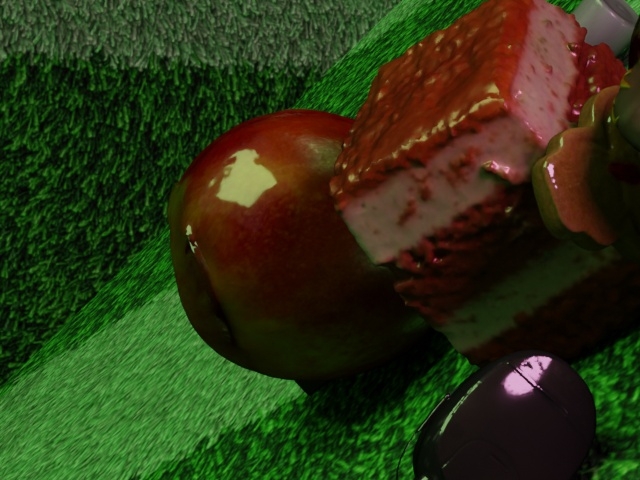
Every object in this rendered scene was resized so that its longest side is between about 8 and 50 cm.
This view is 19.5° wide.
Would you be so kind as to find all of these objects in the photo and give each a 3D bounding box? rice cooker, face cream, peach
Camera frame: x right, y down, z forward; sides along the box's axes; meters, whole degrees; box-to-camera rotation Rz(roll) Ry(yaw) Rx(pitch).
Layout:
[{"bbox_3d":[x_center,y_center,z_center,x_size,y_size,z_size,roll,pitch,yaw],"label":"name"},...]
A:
[{"bbox_3d":[0.165,0.194,1.746,0.203,0.142,0.118,-43,3,-6],"label":"rice cooker"},{"bbox_3d":[0.333,-0.230,2.616,0.274,0.096,0.154,-49,14,26],"label":"face cream"},{"bbox_3d":[0.000,0.000,2.285,0.370,0.370,0.370,-39,16,13],"label":"peach"}]

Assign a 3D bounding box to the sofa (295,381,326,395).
[{"bbox_3d":[-0.017,0.131,2.467,0.060,0.085,0.147,-40,15,18],"label":"sofa"}]

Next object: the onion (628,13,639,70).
[{"bbox_3d":[0.464,-0.264,2.124,0.272,0.195,0.272,-32,19,13],"label":"onion"}]

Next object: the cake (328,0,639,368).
[{"bbox_3d":[0.206,-0.060,1.964,0.270,0.319,0.269,-34,23,33],"label":"cake"}]

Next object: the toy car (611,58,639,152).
[{"bbox_3d":[0.398,-0.061,1.655,0.271,0.240,0.341,-37,23,15],"label":"toy car"}]

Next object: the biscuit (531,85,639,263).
[{"bbox_3d":[0.325,-0.067,1.823,0.295,0.186,0.044,-20,-2,-38],"label":"biscuit"}]
